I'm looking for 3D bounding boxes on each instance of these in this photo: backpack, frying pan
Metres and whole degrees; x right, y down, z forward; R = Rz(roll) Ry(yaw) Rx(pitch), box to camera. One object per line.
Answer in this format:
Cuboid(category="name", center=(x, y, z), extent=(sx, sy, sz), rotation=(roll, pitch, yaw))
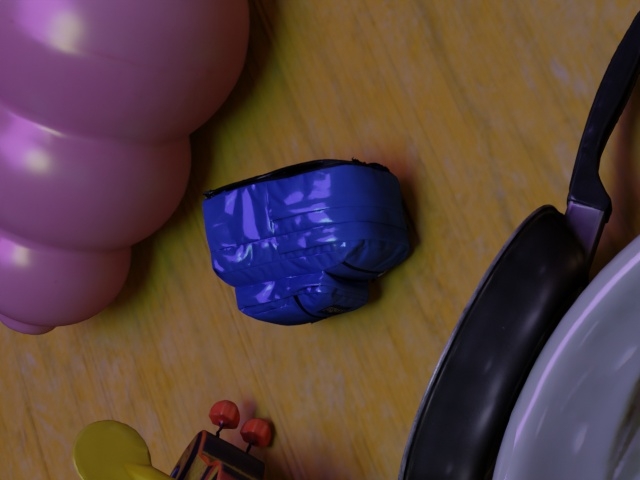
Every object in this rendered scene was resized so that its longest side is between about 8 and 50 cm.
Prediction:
Cuboid(category="backpack", center=(0.000, 0.000, 1.192), extent=(0.120, 0.098, 0.101), rotation=(-18, 79, 28))
Cuboid(category="frying pan", center=(0.135, 0.030, 1.057), extent=(0.053, 0.326, 0.197), rotation=(26, 147, 18))

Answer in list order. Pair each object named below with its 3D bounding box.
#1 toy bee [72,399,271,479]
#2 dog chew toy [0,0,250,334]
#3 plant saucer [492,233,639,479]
Cuboid(category="toy bee", center=(-0.085, 0.175, 1.199), extent=(0.298, 0.195, 0.162), rotation=(-1, 57, 55))
Cuboid(category="dog chew toy", center=(-0.177, -0.085, 1.315), extent=(0.206, 0.206, 0.332), rotation=(37, 117, 42))
Cuboid(category="plant saucer", center=(0.273, 0.150, 0.863), extent=(0.400, 0.100, 0.400), rotation=(-16, 62, 32))
